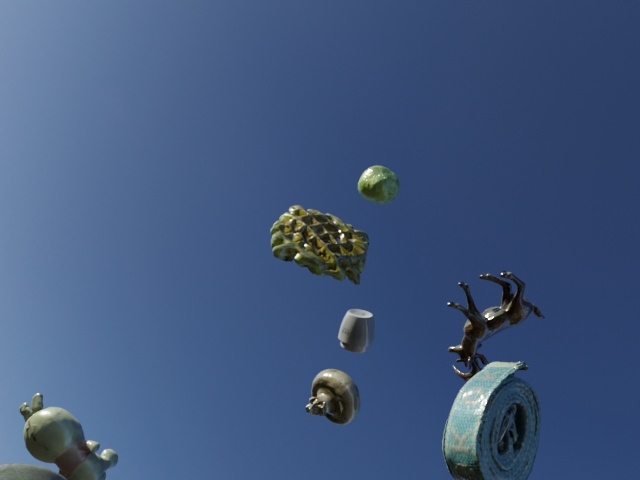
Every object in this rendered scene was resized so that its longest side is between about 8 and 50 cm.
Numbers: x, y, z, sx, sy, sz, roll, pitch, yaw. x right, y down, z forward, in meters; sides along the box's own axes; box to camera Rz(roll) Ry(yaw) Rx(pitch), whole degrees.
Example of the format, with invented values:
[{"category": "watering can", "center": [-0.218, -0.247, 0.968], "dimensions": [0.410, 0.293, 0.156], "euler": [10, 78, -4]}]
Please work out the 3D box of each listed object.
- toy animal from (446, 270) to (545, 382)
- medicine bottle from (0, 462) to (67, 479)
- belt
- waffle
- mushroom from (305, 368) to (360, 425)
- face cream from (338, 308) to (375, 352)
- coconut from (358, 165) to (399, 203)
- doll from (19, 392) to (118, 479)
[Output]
[{"category": "toy animal", "center": [0.378, 0.202, 1.369], "dimensions": [0.243, 0.087, 0.260], "euler": [-24, -63, 20]}, {"category": "medicine bottle", "center": [-0.218, 0.324, 0.402], "dimensions": [0.322, 0.151, 0.151], "euler": [54, -37, 45]}, {"category": "belt", "center": [0.243, 0.270, 0.859], "dimensions": [0.082, 0.163, 0.148], "euler": [-9, -74, 53]}, {"category": "waffle", "center": [0.000, -0.003, 1.236], "dimensions": [0.204, 0.223, 0.054], "euler": [18, -60, 2]}, {"category": "mushroom", "center": [0.014, 0.233, 0.881], "dimensions": [0.085, 0.079, 0.085], "euler": [17, -66, 42]}, {"category": "face cream", "center": [0.092, 0.226, 1.510], "dimensions": [0.091, 0.091, 0.095], "euler": [16, -77, 35]}, {"category": "coconut", "center": [0.124, -0.120, 1.312], "dimensions": [0.096, 0.087, 0.088], "euler": [29, -50, 47]}, {"category": "doll", "center": [-0.608, 0.488, 1.440], "dimensions": [0.155, 0.113, 0.275], "euler": [-40, -78, 15]}]
